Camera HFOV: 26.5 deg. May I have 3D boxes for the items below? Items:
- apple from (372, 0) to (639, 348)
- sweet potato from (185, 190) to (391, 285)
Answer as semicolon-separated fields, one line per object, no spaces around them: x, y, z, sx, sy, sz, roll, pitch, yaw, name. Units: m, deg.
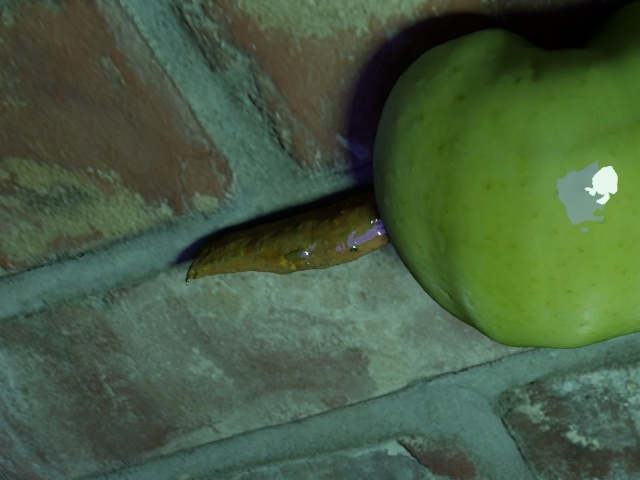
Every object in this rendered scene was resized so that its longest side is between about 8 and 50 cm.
0.249;-0.053;1.322;0.320;0.311;0.360;20;140;29;apple
0.000;0.000;1.411;0.314;0.072;0.066;-16;120;12;sweet potato
